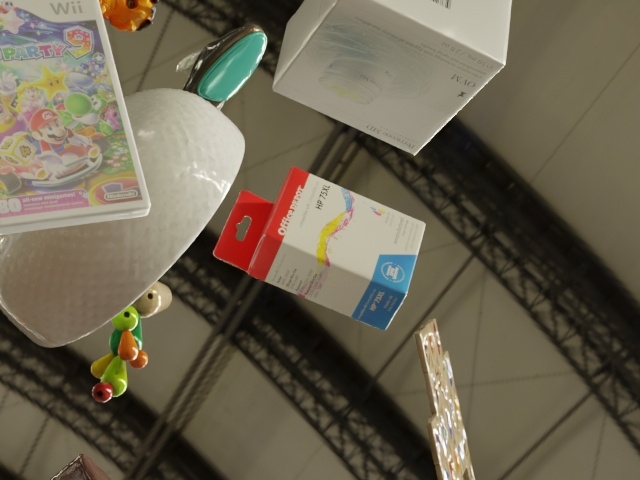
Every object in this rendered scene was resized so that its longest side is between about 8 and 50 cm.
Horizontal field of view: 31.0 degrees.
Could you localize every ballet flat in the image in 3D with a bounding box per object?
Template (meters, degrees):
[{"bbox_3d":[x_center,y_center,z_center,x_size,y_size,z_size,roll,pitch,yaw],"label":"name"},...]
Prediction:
[{"bbox_3d":[-0.191,-0.226,1.773,0.096,0.095,0.280,41,-76,30],"label":"ballet flat"}]

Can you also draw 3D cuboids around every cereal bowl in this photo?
[{"bbox_3d":[-0.254,-0.050,1.296,0.339,0.339,0.141,-24,-58,40],"label":"cereal bowl"}]

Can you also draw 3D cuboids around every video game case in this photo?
[{"bbox_3d":[-0.134,-0.061,0.535,0.011,0.087,0.122,122,-45,-58],"label":"video game case"}]

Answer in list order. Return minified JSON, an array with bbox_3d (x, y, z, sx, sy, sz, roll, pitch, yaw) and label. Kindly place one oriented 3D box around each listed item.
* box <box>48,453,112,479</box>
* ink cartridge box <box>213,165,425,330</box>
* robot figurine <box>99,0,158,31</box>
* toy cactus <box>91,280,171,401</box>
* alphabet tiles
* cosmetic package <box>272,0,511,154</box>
[{"bbox_3d":[-0.167,0.308,0.865,0.168,0.167,0.203,54,-8,-33],"label":"box"},{"bbox_3d":[0.000,0.000,1.415,0.231,0.134,0.078,23,-45,-4],"label":"ink cartridge box"},{"bbox_3d":[-0.232,-0.169,0.628,0.291,0.211,0.085,17,-8,-19],"label":"robot figurine"},{"bbox_3d":[-0.227,0.068,1.297,0.112,0.180,0.219,-14,-98,15],"label":"toy cactus"},{"bbox_3d":[0.127,0.199,1.139,0.009,0.198,0.237,-12,-90,13],"label":"alphabet tiles"},{"bbox_3d":[0.090,-0.256,1.497,0.224,0.138,0.225,22,-34,-16],"label":"cosmetic package"}]
